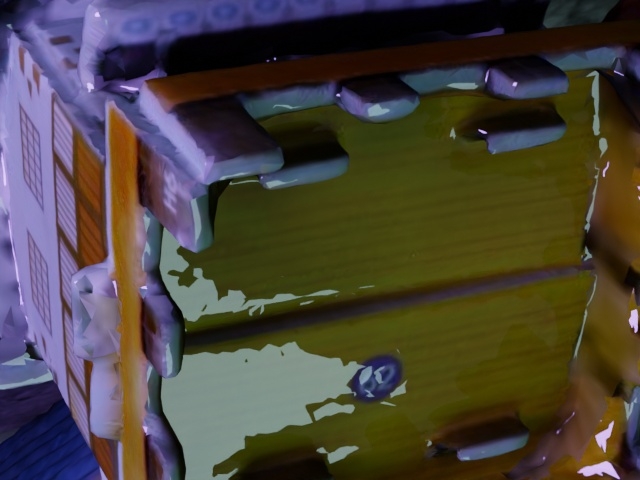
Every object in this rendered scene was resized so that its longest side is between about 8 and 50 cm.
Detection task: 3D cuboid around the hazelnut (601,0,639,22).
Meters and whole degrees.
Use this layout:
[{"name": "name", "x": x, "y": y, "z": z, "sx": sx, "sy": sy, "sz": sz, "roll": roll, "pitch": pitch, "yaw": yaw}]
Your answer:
[{"name": "hazelnut", "x": 0.207, "y": -0.087, "z": 0.620, "sx": 0.201, "sy": 0.160, "sz": 0.170, "roll": -43, "pitch": 169, "yaw": -32}]

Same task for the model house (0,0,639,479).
[{"name": "model house", "x": 0.000, "y": 0.000, "z": 0.557, "sx": 0.224, "sy": 0.215, "sz": 0.198, "roll": -11, "pitch": 119, "yaw": -21}]

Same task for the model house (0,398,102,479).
[{"name": "model house", "x": -0.034, "y": 0.238, "z": 0.880, "sx": 0.334, "sy": 0.382, "sz": 0.342, "roll": -35, "pitch": 159, "yaw": 31}]
